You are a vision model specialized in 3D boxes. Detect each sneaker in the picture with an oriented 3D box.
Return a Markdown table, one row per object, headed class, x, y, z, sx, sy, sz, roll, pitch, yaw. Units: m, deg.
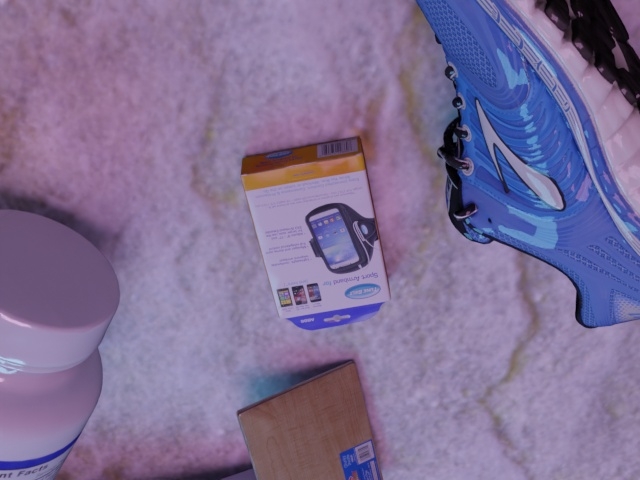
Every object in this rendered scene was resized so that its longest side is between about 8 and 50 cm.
| class | x | y | z | sx | sy | sz | roll | pitch | yaw |
| --- | --- | --- | --- | --- | --- | --- | --- | --- | --- |
| sneaker | 0.111 | -0.070 | 0.602 | 0.147 | 0.130 | 0.330 | -30 | 106 | 31 |

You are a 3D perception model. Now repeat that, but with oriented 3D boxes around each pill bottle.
| class | x | y | z | sx | sy | sz | roll | pitch | yaw |
| --- | --- | --- | --- | --- | --- | --- | --- | --- | --- |
| pill bottle | -0.240 | 0.115 | 0.705 | 0.152 | 0.152 | 0.272 | 24 | 119 | -16 |

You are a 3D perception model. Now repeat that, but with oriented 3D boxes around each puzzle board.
| class | x | y | z | sx | sy | sz | roll | pitch | yaw |
| --- | --- | --- | --- | --- | --- | --- | --- | --- | --- |
| puzzle board | -0.006 | 0.161 | 0.802 | 0.096 | 0.011 | 0.128 | -22 | 120 | -15 |

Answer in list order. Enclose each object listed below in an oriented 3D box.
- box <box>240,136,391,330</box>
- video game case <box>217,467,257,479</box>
| class | x | y | z | sx | sy | sz | roll | pitch | yaw |
| --- | --- | --- | --- | --- | --- | --- | --- | --- | --- |
| box | 0.000 | 0.000 | 0.711 | 0.081 | 0.028 | 0.136 | -9 | 125 | 5 |
| video game case | -0.158 | 0.356 | 0.866 | 0.329 | 0.036 | 0.300 | -17 | 119 | -11 |
